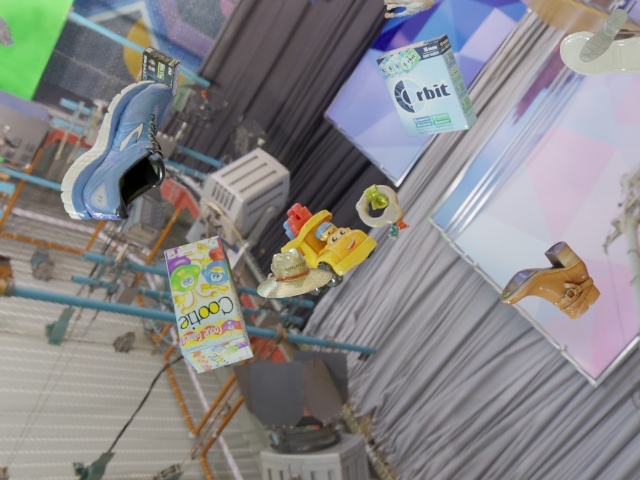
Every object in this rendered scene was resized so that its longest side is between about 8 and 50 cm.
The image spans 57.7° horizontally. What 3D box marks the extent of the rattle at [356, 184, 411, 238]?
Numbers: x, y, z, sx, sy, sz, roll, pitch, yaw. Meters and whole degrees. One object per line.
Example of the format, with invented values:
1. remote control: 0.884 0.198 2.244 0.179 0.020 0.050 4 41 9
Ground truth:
1. rattle: 0.206 -0.064 1.684 0.199 0.130 0.143 38 170 34

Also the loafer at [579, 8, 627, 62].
1. loafer: 0.604 -0.431 1.240 0.045 0.125 0.039 40 -163 10

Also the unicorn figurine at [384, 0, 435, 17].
1. unicorn figurine: 0.187 -0.491 1.193 0.111 0.060 0.162 -6 -153 3

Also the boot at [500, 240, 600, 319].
1. boot: 0.505 0.116 1.264 0.152 0.197 0.073 52 -178 -10

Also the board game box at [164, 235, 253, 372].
1. board game box: -0.270 0.153 1.402 0.144 0.142 0.275 83 169 -61

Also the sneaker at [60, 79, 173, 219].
1. sneaker: -0.348 -0.167 1.113 0.147 0.330 0.130 14 152 8

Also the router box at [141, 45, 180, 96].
1. router box: -0.429 -0.445 1.555 0.092 0.122 0.038 26 -128 -1

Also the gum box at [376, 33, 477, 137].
1. gum box: 0.215 -0.306 1.177 0.157 0.041 0.184 2 128 49

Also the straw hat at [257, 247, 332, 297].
1. straw hat: -0.054 0.046 1.014 0.144 0.061 0.144 -11 -167 3

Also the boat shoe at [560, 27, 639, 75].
1. boat shoe: 0.784 -0.507 1.546 0.096 0.116 0.324 -21 -156 -16

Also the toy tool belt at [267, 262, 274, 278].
1. toy tool belt: -0.122 0.087 1.722 0.052 0.083 0.051 28 -176 -39

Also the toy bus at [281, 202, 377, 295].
1. toy bus: 0.000 0.000 1.382 0.211 0.149 0.220 54 152 -3
